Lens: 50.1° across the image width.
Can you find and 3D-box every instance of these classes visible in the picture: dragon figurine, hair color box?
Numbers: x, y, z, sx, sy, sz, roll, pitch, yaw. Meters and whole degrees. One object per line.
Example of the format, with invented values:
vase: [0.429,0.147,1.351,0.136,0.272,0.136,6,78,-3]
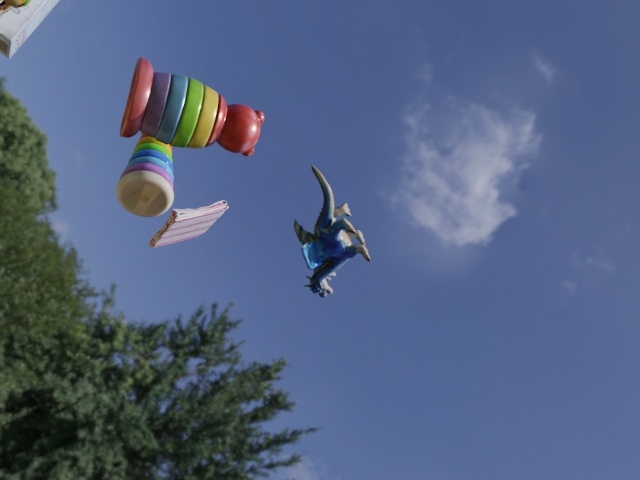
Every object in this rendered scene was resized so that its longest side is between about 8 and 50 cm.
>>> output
dragon figurine: [0.000,0.000,1.281,0.289,0.144,0.085,59,12,-46]
hair color box: [-0.782,-0.683,1.791,0.185,0.374,0.114,35,-25,-17]

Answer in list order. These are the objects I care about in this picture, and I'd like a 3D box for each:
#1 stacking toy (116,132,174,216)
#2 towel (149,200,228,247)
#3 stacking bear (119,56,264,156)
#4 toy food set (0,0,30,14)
stacking toy: [-0.440,-0.218,1.803,0.330,0.141,0.141,-93,-164,-45]
towel: [-0.322,-0.040,1.658,0.197,0.144,0.029,-36,-107,52]
stacking bear: [-0.270,-0.270,1.491,0.164,0.289,0.175,-142,-113,-68]
toy food set: [-0.689,-0.510,1.489,0.132,0.192,0.038,-16,-66,41]
